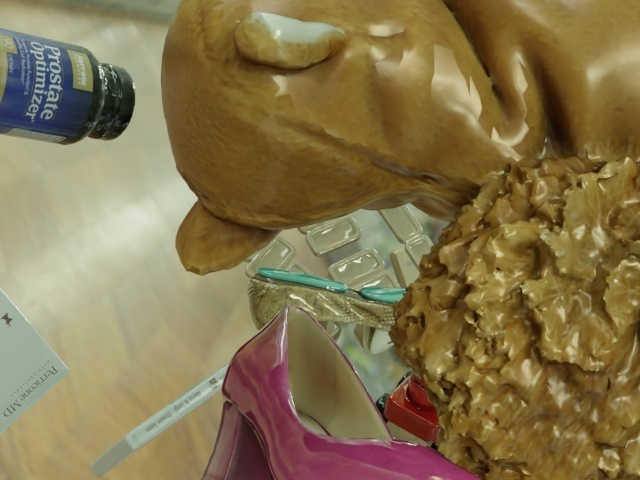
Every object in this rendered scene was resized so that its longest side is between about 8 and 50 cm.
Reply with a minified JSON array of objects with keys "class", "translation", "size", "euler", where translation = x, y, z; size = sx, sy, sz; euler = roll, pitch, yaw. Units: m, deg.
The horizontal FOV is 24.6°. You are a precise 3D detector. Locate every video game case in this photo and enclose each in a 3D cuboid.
[{"class":"video game case","translation":[-0.144,0.169,1.405],"size":[0.019,0.143,0.157],"euler":[54,-27,3]}]

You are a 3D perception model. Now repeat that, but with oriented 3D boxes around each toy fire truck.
[{"class":"toy fire truck","translation":[0.155,0.123,1.799],"size":[0.158,0.246,0.217],"euler":[28,38,22]}]

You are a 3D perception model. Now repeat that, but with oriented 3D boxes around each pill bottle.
[{"class":"pill bottle","translation":[-0.333,-0.179,1.730],"size":[0.219,0.123,0.123],"euler":[7,47,-44]}]

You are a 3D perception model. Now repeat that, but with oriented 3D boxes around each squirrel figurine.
[{"class":"squirrel figurine","translation":[0.112,-0.041,0.781],"size":[0.281,0.370,0.397],"euler":[121,-42,-50]}]

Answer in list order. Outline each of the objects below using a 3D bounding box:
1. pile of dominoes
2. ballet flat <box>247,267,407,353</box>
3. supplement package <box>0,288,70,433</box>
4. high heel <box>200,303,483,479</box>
[{"class":"pile of dominoes","translation":[0.000,0.000,1.533],"size":[0.251,0.196,0.040],"euler":[56,-24,21]},{"class":"ballet flat","translation":[0.031,0.072,1.395],"size":[0.073,0.206,0.067],"euler":[-78,177,-82]},{"class":"supplement package","translation":[-0.422,0.146,1.481],"size":[0.145,0.262,0.204],"euler":[54,-17,-28]},{"class":"high heel","translation":[0.021,0.085,0.730],"size":[0.082,0.117,0.244],"euler":[27,-15,-22]}]
